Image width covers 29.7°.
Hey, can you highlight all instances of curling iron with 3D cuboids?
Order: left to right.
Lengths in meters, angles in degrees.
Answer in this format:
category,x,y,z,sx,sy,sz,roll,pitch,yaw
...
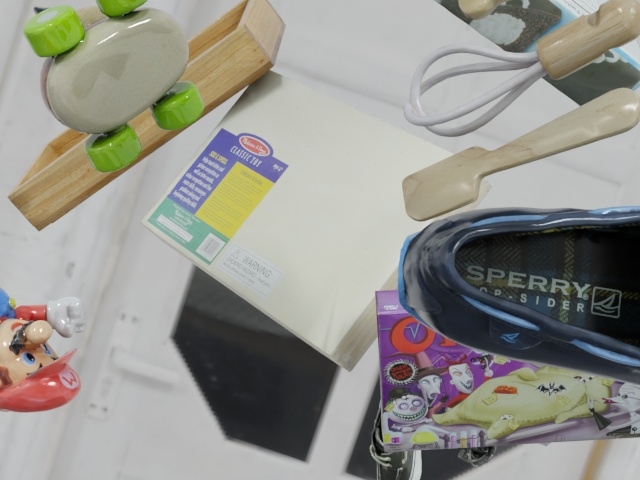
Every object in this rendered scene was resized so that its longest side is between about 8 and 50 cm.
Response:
category,x,y,z,sx,sy,sz,roll,pitch,yaw
curling iron,0.240,0.243,1.856,0.035,0.274,0.068,23,43,39

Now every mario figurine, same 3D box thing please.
category,x,y,z,sx,sy,sz,roll,pitch,yaw
mario figurine,-0.444,0.096,1.671,0.320,0.198,0.170,46,-18,7

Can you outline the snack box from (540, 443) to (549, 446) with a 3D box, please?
category,x,y,z,sx,sy,sz,roll,pitch,yaw
snack box,0.344,0.225,2.078,0.174,0.207,0.070,19,-16,7

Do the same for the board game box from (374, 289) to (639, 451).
category,x,y,z,sx,sy,sz,roll,pitch,yaw
board game box,0.236,0.135,1.309,0.347,0.208,0.056,-4,32,2

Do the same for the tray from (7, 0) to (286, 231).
category,x,y,z,sx,sy,sz,roll,pitch,yaw
tray,-0.236,-0.182,1.686,0.076,0.411,0.203,51,18,-18

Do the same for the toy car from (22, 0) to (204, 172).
category,x,y,z,sx,sy,sz,roll,pitch,yaw
toy car,-0.227,-0.177,1.181,0.149,0.155,0.188,-36,33,-21

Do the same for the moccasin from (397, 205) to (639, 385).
category,x,y,z,sx,sy,sz,roll,pitch,yaw
moccasin,0.221,0.044,0.745,0.342,0.138,0.117,0,-6,-5

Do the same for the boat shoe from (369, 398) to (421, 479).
category,x,y,z,sx,sy,sz,roll,pitch,yaw
boat shoe,0.105,0.294,1.774,0.070,0.219,0.078,-14,30,-40

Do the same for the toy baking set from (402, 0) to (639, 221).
category,x,y,z,sx,sy,sz,roll,pitch,yaw
toy baking set,0.142,-0.119,0.664,0.196,0.256,0.030,11,-12,41

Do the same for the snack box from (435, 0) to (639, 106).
category,x,y,z,sx,sy,sz,roll,pitch,yaw
snack box,0.105,-0.238,0.909,0.322,0.060,0.187,29,34,-30

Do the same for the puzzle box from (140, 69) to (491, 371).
category,x,y,z,sx,sy,sz,roll,pitch,yaw
puzzle box,-0.021,-0.043,1.472,0.409,0.272,0.052,32,-9,44
